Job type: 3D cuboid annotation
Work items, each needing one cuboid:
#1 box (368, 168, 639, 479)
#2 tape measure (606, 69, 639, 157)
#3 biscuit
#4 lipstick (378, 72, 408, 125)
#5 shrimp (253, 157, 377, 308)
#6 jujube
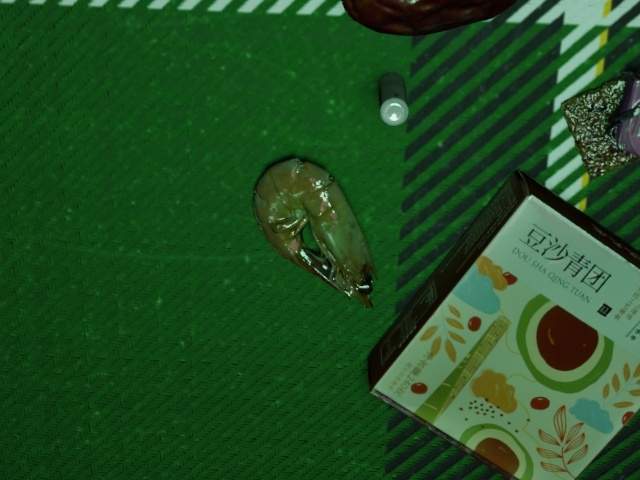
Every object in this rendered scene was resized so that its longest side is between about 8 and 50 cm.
[{"bbox_3d":[0.319,0.151,1.694,0.344,0.122,0.385,33,109,-11],"label":"box"},{"bbox_3d":[0.461,-0.166,1.560,0.125,0.074,0.118,9,112,1],"label":"tape measure"},{"bbox_3d":[0.468,-0.184,1.607,0.231,0.025,0.131,-24,110,11],"label":"biscuit"},{"bbox_3d":[0.099,-0.193,1.552,0.040,0.141,0.040,1,113,1],"label":"lipstick"},{"bbox_3d":[0.000,0.000,1.679,0.145,0.061,0.267,-29,112,22],"label":"shrimp"},{"bbox_3d":[0.139,-0.356,1.463,0.243,0.183,0.183,-9,111,5],"label":"jujube"}]
